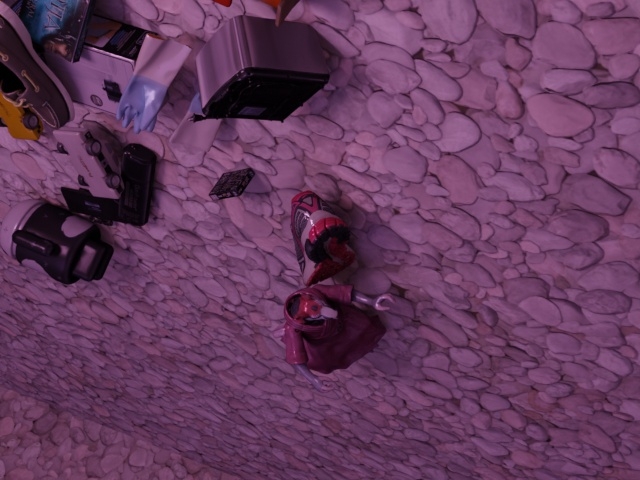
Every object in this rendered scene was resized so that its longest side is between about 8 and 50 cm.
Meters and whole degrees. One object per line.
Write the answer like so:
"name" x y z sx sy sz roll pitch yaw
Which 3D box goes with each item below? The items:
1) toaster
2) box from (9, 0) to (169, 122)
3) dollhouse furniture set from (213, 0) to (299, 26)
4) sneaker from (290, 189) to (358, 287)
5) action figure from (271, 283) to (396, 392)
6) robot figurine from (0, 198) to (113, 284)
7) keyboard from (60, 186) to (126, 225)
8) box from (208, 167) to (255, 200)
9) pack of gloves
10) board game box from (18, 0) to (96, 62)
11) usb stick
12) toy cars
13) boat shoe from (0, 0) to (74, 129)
"toaster" -0.106 -0.269 1.354 0.186 0.110 0.168 -3 163 -34
"box" -0.440 -0.338 1.573 0.290 0.087 0.169 20 145 12
"dollhouse furniture set" -0.152 -0.443 1.184 0.262 0.135 0.259 25 146 5
"sneaker" 0.000 0.000 1.705 0.112 0.121 0.299 57 165 22
"action figure" 0.004 0.159 1.801 0.276 0.248 0.370 41 175 28
"robot figurine" -0.671 0.008 2.115 0.278 0.173 0.209 24 144 5
"keyboard" -0.548 -0.080 2.050 0.180 0.023 0.108 12 137 24
"box" -0.181 -0.114 1.702 0.083 0.067 0.018 -7 131 40
"pack of gloves" -0.253 -0.245 1.507 0.195 0.046 0.232 14 139 -23
"board game box" -0.448 -0.417 1.442 0.126 0.026 0.186 30 118 8
"usb stick" -0.413 -0.120 1.881 0.077 0.045 0.278 22 146 -2
"toy cars" -0.563 -0.244 1.779 0.394 0.087 0.176 37 145 -10
"boat shoe" -0.546 -0.298 1.510 0.109 0.091 0.305 21 155 24
